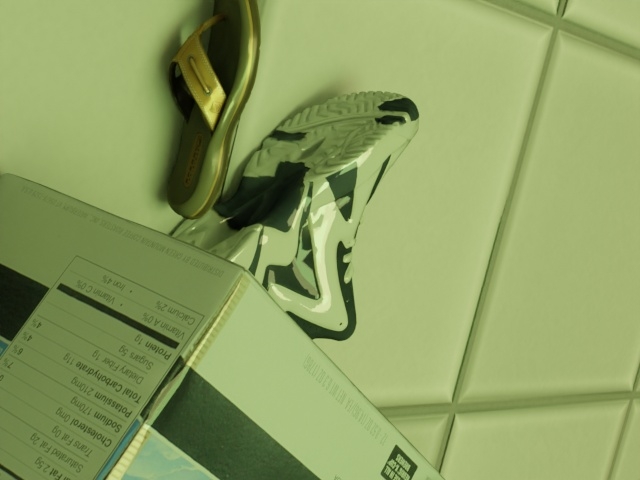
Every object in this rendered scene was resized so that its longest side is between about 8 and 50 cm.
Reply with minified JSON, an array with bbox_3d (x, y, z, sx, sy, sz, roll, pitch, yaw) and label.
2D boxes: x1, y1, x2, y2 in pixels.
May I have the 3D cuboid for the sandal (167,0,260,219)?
[{"bbox_3d":[-0.083,-0.103,0.846,0.049,0.072,0.180,11,102,-28],"label":"sandal"}]

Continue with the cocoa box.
[{"bbox_3d":[-0.103,0.163,0.793,0.228,0.231,0.347,-57,139,-16],"label":"cocoa box"}]

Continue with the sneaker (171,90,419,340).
[{"bbox_3d":[0.000,0.000,0.951,0.235,0.094,0.153,-47,136,-25],"label":"sneaker"}]
